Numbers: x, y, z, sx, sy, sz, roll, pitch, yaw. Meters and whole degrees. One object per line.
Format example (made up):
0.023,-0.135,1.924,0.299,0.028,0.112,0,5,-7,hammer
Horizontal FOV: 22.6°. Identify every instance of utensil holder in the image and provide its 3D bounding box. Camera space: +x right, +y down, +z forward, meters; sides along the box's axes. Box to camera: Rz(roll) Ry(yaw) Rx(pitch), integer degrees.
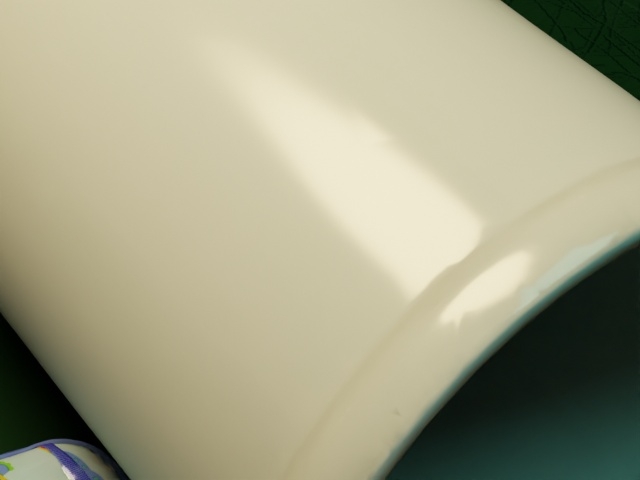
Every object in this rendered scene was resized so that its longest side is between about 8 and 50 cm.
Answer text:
0.000,0.000,0.844,0.327,0.327,0.385,-19,49,-36,utensil holder

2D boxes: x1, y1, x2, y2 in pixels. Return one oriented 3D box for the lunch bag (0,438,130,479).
-0.126,0.201,0.775,0.176,0.090,0.219,-11,49,-46,lunch bag
